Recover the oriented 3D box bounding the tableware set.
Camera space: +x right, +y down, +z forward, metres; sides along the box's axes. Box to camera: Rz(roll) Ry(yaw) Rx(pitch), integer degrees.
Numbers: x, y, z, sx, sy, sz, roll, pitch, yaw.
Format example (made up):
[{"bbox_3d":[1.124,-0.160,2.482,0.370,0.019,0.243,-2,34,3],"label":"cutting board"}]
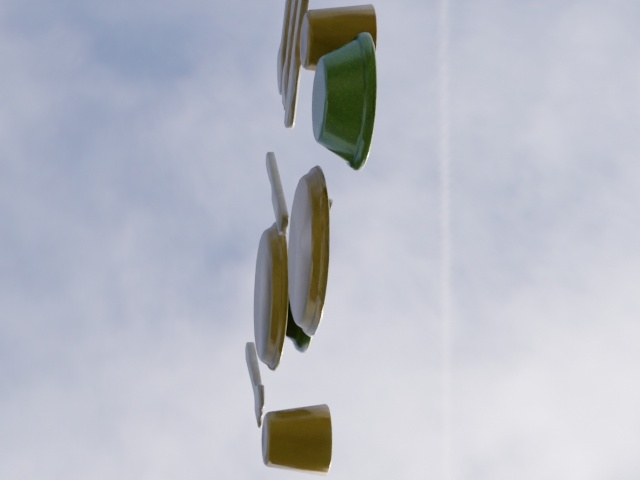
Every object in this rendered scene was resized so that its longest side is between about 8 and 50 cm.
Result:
[{"bbox_3d":[0.000,0.000,0.541,0.024,0.104,0.154,3,-61,-10],"label":"tableware set"}]
